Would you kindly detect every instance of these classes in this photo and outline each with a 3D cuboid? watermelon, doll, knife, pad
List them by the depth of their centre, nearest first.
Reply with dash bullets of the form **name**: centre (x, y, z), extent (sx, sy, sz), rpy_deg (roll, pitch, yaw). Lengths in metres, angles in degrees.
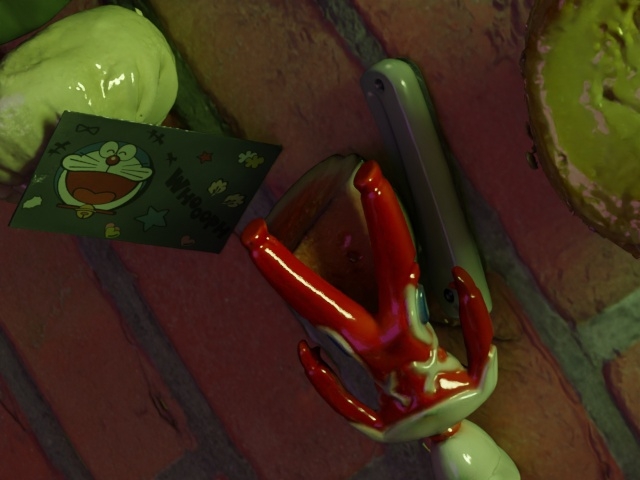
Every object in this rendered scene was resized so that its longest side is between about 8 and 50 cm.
- **doll**: centre (0.082, 0.115, 1.804), extent (0.188, 0.099, 0.384), rpy_deg (-24, 107, 15)
- **knife**: centre (0.101, -0.049, 1.824), extent (0.073, 0.040, 0.265), rpy_deg (-15, 97, 51)
- **watermelon**: centre (0.017, -0.006, 1.875), extent (0.137, 0.145, 0.193), rpy_deg (-9, 110, -5)
- **pad**: centre (-0.178, -0.057, 1.923), extent (0.170, 0.245, 0.006), rpy_deg (-57, 38, 35)

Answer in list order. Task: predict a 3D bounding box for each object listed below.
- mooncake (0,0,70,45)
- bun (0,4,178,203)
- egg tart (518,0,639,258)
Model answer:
- **mooncake**: centre (-0.369, -0.371, 1.894), extent (0.351, 0.187, 0.351), rpy_deg (-6, 69, 15)
- **bun**: centre (-0.261, -0.127, 1.949), extent (0.259, 0.259, 0.160), rpy_deg (-40, 80, 40)
- **egg tart**: centre (0.314, -0.132, 1.573), extent (0.315, 0.120, 0.315), rpy_deg (13, 113, 32)
